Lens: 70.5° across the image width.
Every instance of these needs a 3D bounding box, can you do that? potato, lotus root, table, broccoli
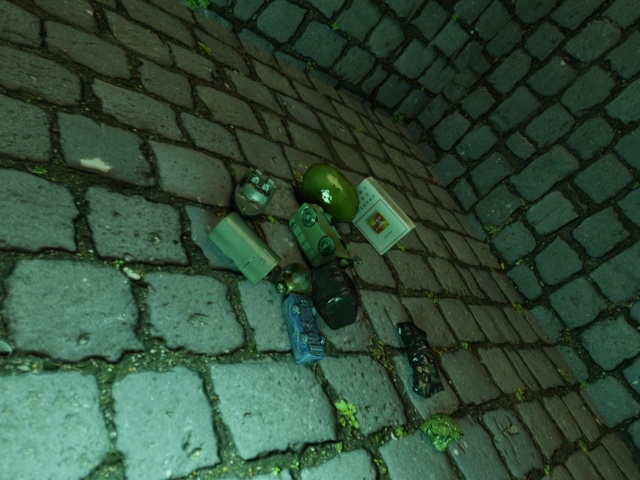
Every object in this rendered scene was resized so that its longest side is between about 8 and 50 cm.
[{"bbox_3d":[0.044,-0.210,2.049,0.304,0.216,0.215,46,28,-19],"label":"potato"},{"bbox_3d":[-0.097,0.139,1.561,0.113,0.088,0.192,35,28,14],"label":"lotus root"},{"bbox_3d":[-0.245,0.027,1.473,0.220,0.126,0.126,45,30,-1],"label":"table"},{"bbox_3d":[0.415,0.654,1.551,0.131,0.130,0.120,33,66,-49],"label":"broccoli"}]

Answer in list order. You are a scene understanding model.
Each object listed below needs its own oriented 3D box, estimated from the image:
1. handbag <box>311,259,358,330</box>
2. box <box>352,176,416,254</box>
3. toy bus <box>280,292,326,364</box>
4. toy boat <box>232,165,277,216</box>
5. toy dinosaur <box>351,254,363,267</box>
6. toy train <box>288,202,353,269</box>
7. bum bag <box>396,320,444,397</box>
[{"bbox_3d":[0.046,0.188,1.571,0.215,0.155,0.169,79,-6,-54],"label":"handbag"},{"bbox_3d":[0.273,-0.118,2.210,0.330,0.210,0.095,50,31,9],"label":"box"},{"bbox_3d":[-0.056,0.280,1.432,0.079,0.094,0.236,13,41,-34],"label":"toy bus"},{"bbox_3d":[-0.258,-0.180,1.743,0.141,0.092,0.319,36,32,-13],"label":"toy boat"},{"bbox_3d":[0.162,0.093,1.994,0.047,0.030,0.083,46,31,-1],"label":"toy dinosaur"},{"bbox_3d":[0.000,0.000,1.784,0.129,0.159,0.326,8,42,-50],"label":"toy train"},{"bbox_3d":[0.393,0.458,1.775,0.144,0.095,0.340,15,38,-19],"label":"bum bag"}]
